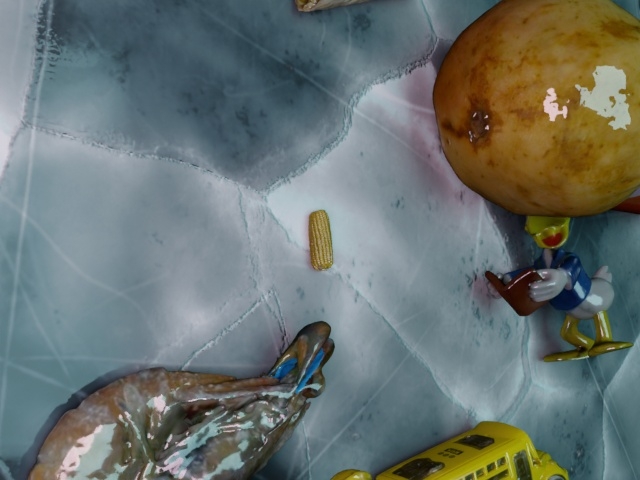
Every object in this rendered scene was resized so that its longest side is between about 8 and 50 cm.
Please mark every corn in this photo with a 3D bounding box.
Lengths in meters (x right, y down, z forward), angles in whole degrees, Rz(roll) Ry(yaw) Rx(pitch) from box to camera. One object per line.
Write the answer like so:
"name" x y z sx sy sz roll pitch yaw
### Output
"corn" 0.000 0.000 1.063 0.037 0.037 0.092 -2 87 -35

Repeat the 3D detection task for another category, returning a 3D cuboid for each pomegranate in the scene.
"pomegranate" 0.395 -0.222 1.152 0.410 0.410 0.409 2 86 -35

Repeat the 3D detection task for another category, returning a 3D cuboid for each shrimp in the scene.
"shrimp" -0.160 0.241 0.906 0.446 0.110 0.221 -32 97 -28

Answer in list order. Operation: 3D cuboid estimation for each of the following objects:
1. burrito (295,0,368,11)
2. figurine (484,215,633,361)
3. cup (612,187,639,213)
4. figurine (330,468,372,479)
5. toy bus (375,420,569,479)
"burrito" 0.091 -0.440 1.098 0.299 0.105 0.143 -21 134 -36
"figurine" 0.410 0.052 1.305 0.284 0.204 0.338 2 74 -28
"cup" 0.652 -0.132 1.452 0.289 0.203 0.202 0 88 -28
"figurine" -0.047 0.416 0.858 0.324 0.231 0.340 -34 134 -7
"toy bus" 0.252 0.397 1.156 0.330 0.144 0.152 -13 94 -34
